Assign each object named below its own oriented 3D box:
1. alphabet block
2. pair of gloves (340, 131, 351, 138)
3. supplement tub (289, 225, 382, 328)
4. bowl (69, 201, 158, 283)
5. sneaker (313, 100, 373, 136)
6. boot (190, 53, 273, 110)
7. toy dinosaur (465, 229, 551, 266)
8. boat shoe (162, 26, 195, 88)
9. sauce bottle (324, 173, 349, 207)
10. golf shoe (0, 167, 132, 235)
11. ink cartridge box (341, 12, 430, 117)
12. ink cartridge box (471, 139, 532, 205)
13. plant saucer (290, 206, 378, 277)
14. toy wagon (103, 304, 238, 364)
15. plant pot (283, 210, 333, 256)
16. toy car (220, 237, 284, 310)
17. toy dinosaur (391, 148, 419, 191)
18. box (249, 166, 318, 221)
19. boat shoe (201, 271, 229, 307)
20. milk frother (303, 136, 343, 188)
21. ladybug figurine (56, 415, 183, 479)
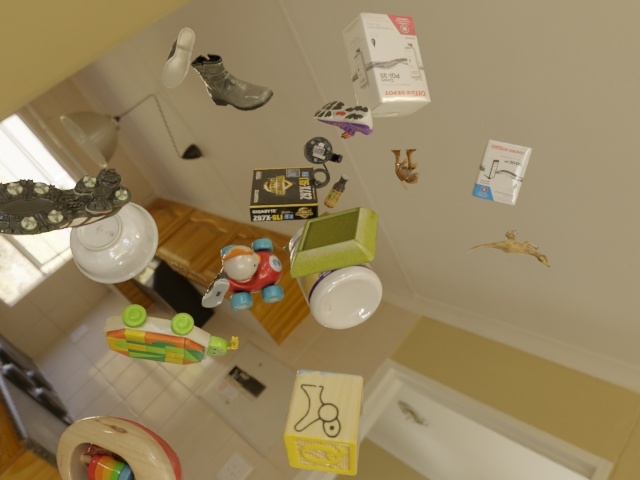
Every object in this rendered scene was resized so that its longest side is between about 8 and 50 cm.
[{"bbox_3d":[0.016,0.493,1.352,0.193,0.197,0.193,3,-48,11],"label":"alphabet block"},{"bbox_3d":[0.096,-0.415,1.806,0.010,0.074,0.083,21,-45,53],"label":"pair of gloves"},{"bbox_3d":[0.037,0.105,1.655,0.241,0.241,0.331,65,-3,-40],"label":"supplement tub"},{"bbox_3d":[-0.704,-0.016,1.640,0.298,0.297,0.134,38,-13,13],"label":"bowl"},{"bbox_3d":[0.053,-0.281,1.180,0.170,0.068,0.071,25,-28,40],"label":"sneaker"},{"bbox_3d":[-0.274,-0.480,1.494,0.247,0.083,0.161,12,-29,30],"label":"boot"},{"bbox_3d":[0.428,0.012,1.125,0.183,0.092,0.053,11,-68,14],"label":"toy dinosaur"},{"bbox_3d":[-0.473,-0.609,1.663,0.075,0.206,0.065,18,18,-25],"label":"boat shoe"},{"bbox_3d":[0.053,-0.162,1.625,0.042,0.042,0.128,39,-49,11],"label":"sauce bottle"},{"bbox_3d":[-0.489,-0.051,0.914,0.120,0.273,0.105,-37,-104,45],"label":"golf shoe"},{"bbox_3d":[0.205,-0.536,1.534,0.117,0.208,0.282,-18,-96,60],"label":"ink cartridge box"},{"bbox_3d":[0.629,-0.240,1.735,0.148,0.202,0.086,15,14,12],"label":"ink cartridge box"},{"bbox_3d":[0.027,-0.008,1.087,0.188,0.188,0.045,-13,-59,18],"label":"plant saucer"},{"bbox_3d":[-0.395,0.270,1.337,0.345,0.068,0.267,12,-32,-10],"label":"toy wagon"},{"bbox_3d":[0.000,0.000,2.279,0.237,0.254,0.237,36,8,-6],"label":"plant pot"},{"bbox_3d":[-0.234,0.079,1.617,0.238,0.211,0.219,90,-14,-66],"label":"toy car"},{"bbox_3d":[0.215,-0.182,1.302,0.211,0.064,0.112,-63,153,-82],"label":"toy dinosaur"},{"bbox_3d":[-0.144,-0.189,1.965,0.321,0.258,0.079,-96,-174,-56],"label":"box"},{"bbox_3d":[-0.283,0.136,1.354,0.049,0.040,0.142,17,-43,-27],"label":"boat shoe"},{"bbox_3d":[-0.010,-0.248,1.581,0.129,0.143,0.135,37,5,-9],"label":"milk frother"},{"bbox_3d":[-0.580,0.674,1.479,0.450,0.304,0.162,14,8,22],"label":"ladybug figurine"}]
